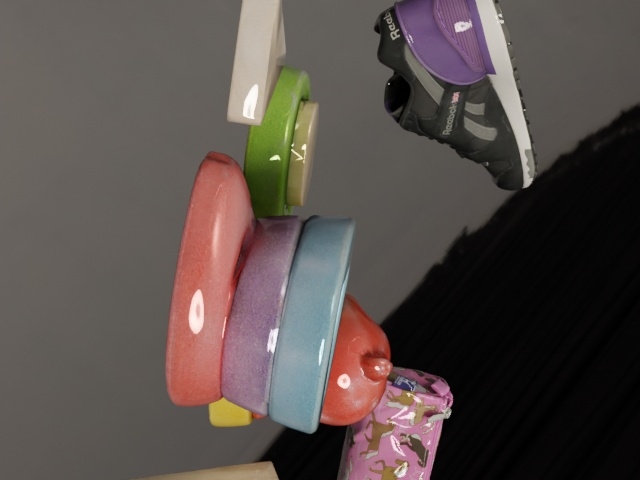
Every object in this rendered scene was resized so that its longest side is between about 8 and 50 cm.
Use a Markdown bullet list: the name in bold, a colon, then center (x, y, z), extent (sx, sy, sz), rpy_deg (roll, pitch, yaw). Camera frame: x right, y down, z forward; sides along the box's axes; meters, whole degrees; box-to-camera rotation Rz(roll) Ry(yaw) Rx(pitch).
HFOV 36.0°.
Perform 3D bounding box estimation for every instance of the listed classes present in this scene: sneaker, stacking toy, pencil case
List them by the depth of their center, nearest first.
- **stacking toy**: center (0.000, 0.000, 0.681), extent (0.130, 0.280, 0.309), rpy_deg (10, 170, 4)
- **sneaker**: center (0.126, -0.137, 0.938), extent (0.283, 0.124, 0.107), rpy_deg (59, -162, -52)
- **pencil case**: center (0.117, 0.416, 1.725), extent (0.160, 0.386, 0.167), rpy_deg (12, -178, -17)

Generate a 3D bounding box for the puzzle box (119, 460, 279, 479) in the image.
- **puzzle box**: center (-0.214, 0.327, 0.802), extent (0.052, 0.272, 0.409), rpy_deg (64, 142, 38)
